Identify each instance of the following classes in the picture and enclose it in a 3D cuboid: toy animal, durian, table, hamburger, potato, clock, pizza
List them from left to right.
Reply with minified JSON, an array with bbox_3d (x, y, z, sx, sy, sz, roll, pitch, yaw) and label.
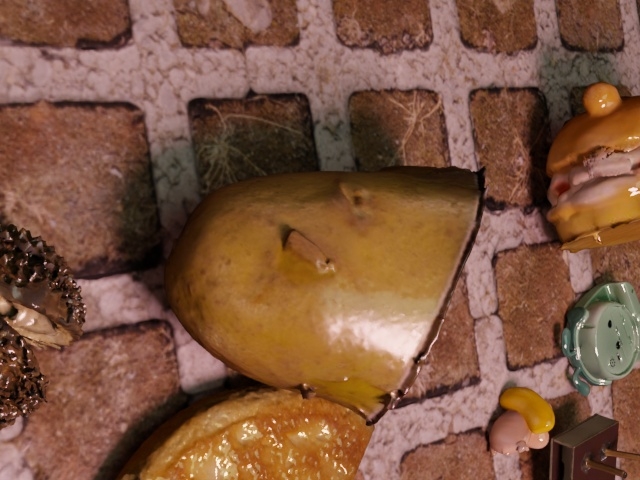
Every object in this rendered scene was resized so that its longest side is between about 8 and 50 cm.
[{"bbox_3d":[-0.322,0.074,0.884,0.196,0.167,0.196,18,51,-24],"label":"durian"},{"bbox_3d":[-0.079,0.245,1.093,0.258,0.087,0.268,41,60,-24],"label":"pizza"},{"bbox_3d":[0.000,0.000,1.098,0.296,0.290,0.397,26,46,-6],"label":"potato"},{"bbox_3d":[0.305,0.277,1.406,0.082,0.091,0.114,54,54,-39],"label":"toy animal"},{"bbox_3d":[0.416,0.400,1.426,0.122,0.111,0.240,-15,111,-39],"label":"table"},{"bbox_3d":[0.459,0.164,1.556,0.189,0.060,0.148,-33,106,-36],"label":"clock"},{"bbox_3d":[0.470,-0.116,1.469,0.276,0.276,0.236,-3,78,-39],"label":"hamburger"}]
